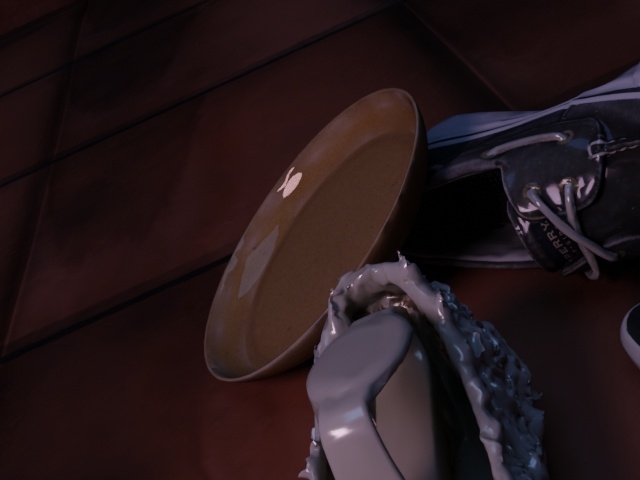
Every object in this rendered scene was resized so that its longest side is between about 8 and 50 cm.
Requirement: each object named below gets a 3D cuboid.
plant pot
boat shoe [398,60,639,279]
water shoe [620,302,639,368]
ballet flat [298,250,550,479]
[{"bbox_3d":[0.000,0.000,0.765,0.236,0.032,0.236,-47,22,26],"label":"plant pot"},{"bbox_3d":[0.165,-0.025,0.691,0.335,0.121,0.119,-9,35,54],"label":"boat shoe"},{"bbox_3d":[0.228,0.039,0.524,0.073,0.080,0.203,-38,28,-26],"label":"water shoe"},{"bbox_3d":[0.029,0.140,0.455,0.147,0.147,0.409,-19,27,13],"label":"ballet flat"}]
